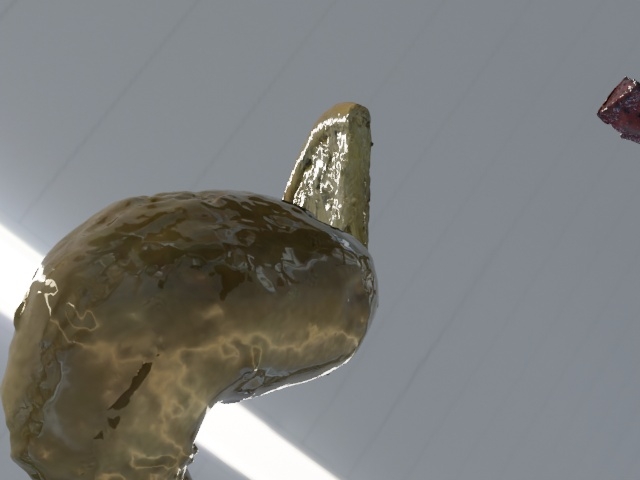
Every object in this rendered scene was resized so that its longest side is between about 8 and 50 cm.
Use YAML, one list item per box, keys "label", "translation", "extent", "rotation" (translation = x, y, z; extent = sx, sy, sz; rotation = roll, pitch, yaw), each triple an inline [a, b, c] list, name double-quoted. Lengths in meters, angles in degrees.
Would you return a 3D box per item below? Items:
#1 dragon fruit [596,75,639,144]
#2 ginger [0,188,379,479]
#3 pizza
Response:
- label: "dragon fruit"
  translation: [0.410, -0.139, 1.158]
  extent: [0.063, 0.131, 0.097]
  rotation: [-48, -4, 15]
- label: "ginger"
  translation: [-0.069, 0.042, 0.533]
  extent: [0.267, 0.138, 0.152]
  rotation: [-32, -57, -36]
- label: "pizza"
  translation: [0.000, 0.000, 0.900]
  extent: [0.034, 0.181, 0.262]
  rotation: [10, -117, -25]
